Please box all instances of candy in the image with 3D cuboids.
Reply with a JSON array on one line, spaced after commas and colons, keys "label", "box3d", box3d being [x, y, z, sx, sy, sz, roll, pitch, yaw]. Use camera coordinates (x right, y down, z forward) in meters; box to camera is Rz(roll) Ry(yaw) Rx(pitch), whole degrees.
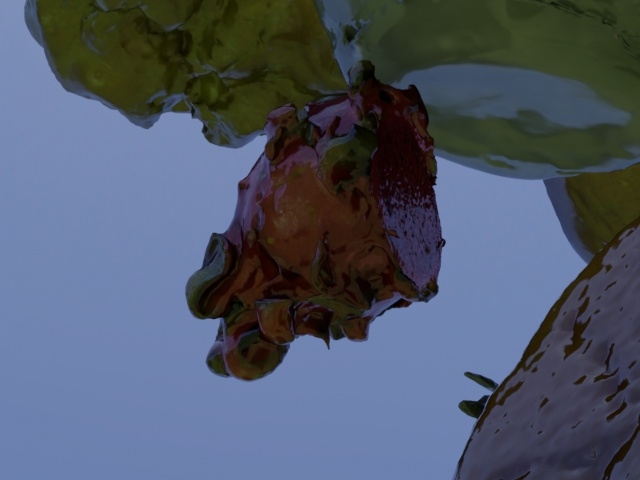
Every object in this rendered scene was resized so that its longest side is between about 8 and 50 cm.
[{"label": "candy", "box3d": [0.133, -0.164, 0.963, 0.295, 0.185, 0.295, 13, -29, 8]}]

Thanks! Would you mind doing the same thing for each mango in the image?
[{"label": "mango", "box3d": [0.274, -0.048, 1.316, 0.167, 0.130, 0.262, 0, -50, 34]}]

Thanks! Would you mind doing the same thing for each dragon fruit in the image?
[{"label": "dragon fruit", "box3d": [0.000, 0.000, 0.903, 0.207, 0.150, 0.133, -52, -41, 9]}]

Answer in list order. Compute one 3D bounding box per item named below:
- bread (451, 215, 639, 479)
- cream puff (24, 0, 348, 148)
[{"label": "bread", "box3d": [0.147, 0.124, 0.549, 0.236, 0.388, 0.183, -22, -58, 27]}, {"label": "cream puff", "box3d": [-0.052, -0.181, 1.224, 0.291, 0.324, 0.257, -44, -104, 8]}]
